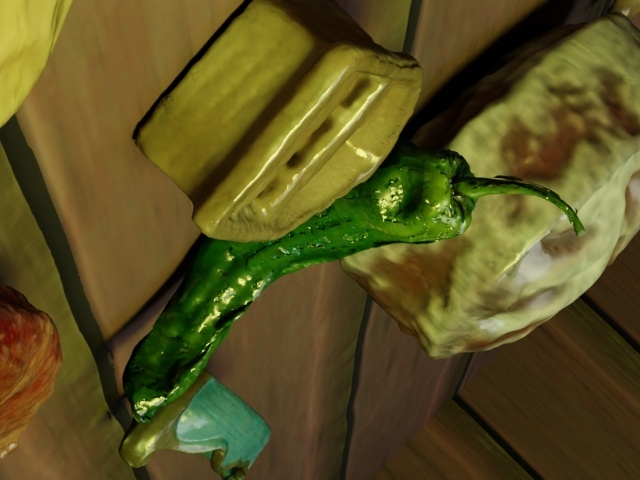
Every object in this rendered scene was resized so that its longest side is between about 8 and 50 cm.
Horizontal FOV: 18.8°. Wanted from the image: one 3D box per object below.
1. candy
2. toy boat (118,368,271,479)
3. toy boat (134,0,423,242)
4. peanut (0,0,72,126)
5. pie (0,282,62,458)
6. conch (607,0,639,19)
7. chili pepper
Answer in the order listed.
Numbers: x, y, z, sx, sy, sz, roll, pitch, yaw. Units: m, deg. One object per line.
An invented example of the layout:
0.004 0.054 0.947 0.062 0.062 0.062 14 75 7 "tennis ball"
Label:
0.144 -0.037 1.333 0.289 0.157 0.214 -38 171 -34 "candy"
-0.087 0.130 1.285 0.077 0.075 0.185 -53 167 -8 "toy boat"
-0.013 -0.059 0.928 0.116 0.061 0.188 -49 168 10 "toy boat"
-0.146 -0.041 0.389 0.233 0.110 0.197 -43 169 -24 "peanut"
-0.202 0.098 0.821 0.219 0.054 0.204 -40 168 -19 "pie"
0.330 -0.259 1.382 0.330 0.093 0.109 -50 166 19 "conch"
0.000 -0.001 1.054 0.279 0.122 0.065 -28 149 24 "chili pepper"
